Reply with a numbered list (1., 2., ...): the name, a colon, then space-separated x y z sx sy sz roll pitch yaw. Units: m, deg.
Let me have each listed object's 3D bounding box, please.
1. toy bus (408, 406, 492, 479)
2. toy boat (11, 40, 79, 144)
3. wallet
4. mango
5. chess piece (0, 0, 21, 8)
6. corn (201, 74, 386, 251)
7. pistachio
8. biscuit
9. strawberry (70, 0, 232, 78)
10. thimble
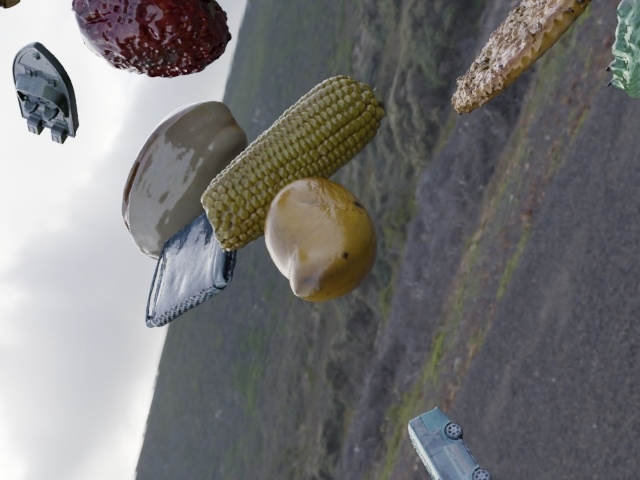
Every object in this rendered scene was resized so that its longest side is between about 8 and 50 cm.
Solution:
1. toy bus: 0.268 0.453 1.520 0.262 0.109 0.091 -121 14 -51
2. toy boat: -0.639 -0.345 1.766 0.319 0.141 0.092 113 178 -60
3. wallet: -0.264 0.049 1.665 0.342 0.075 0.237 -30 42 45
4. mango: 0.000 0.003 1.083 0.262 0.157 0.109 -98 5 -51
5. chess piece: -0.441 -0.370 1.015 0.066 0.122 0.066 -33 1 1
6. corn: -0.047 -0.140 1.294 0.387 0.144 0.144 -40 -12 -16
7. pistachio: -0.326 -0.147 1.938 0.365 0.281 0.445 -6 -51 -46
8. biscuit: 0.234 -0.242 0.850 0.254 0.035 0.254 -49 6 7
9. strawberry: -0.299 -0.385 1.299 0.220 0.274 0.274 -44 -3 -4
10. thimble: 0.508 -0.307 1.095 0.219 0.150 0.219 -40 -43 -50
